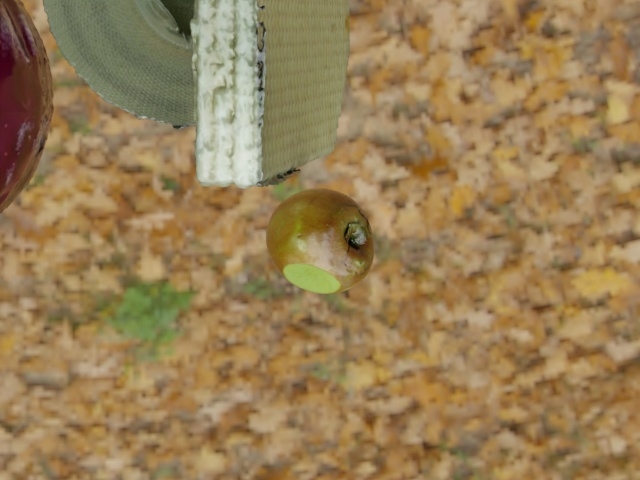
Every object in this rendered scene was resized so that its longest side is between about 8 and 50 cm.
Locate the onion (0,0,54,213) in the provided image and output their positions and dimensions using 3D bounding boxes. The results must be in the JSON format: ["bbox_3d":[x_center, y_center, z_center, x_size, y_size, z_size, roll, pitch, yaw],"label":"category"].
[{"bbox_3d":[-0.353,-0.115,1.088,0.337,0.281,0.260,9,-175,-24],"label":"onion"}]

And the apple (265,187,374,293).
[{"bbox_3d":[0.000,0.000,1.529,0.102,0.099,0.114,-7,146,38],"label":"apple"}]

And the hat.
[{"bbox_3d":[-0.073,-0.204,1.094,0.252,0.252,0.110,-20,175,20],"label":"hat"}]

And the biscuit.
[{"bbox_3d":[-0.025,-0.118,0.865,0.052,0.150,0.252,3,-170,12],"label":"biscuit"}]
